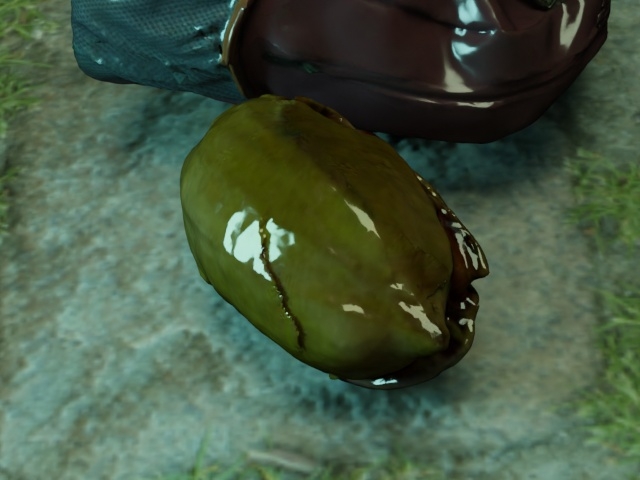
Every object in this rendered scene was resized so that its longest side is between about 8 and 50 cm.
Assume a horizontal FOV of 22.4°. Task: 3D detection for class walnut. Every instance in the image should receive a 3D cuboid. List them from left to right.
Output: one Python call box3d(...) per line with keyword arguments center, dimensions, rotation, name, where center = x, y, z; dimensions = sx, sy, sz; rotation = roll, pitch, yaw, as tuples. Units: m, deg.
box3d(center=(0.000, 0.000, 0.892), dimensions=(0.137, 0.137, 0.245), rotation=(-21, 41, -18), name="walnut")

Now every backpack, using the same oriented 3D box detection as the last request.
box3d(center=(0.031, -0.179, 1.029), dimensions=(0.317, 0.197, 0.283), rotation=(14, 43, 18), name="backpack")
